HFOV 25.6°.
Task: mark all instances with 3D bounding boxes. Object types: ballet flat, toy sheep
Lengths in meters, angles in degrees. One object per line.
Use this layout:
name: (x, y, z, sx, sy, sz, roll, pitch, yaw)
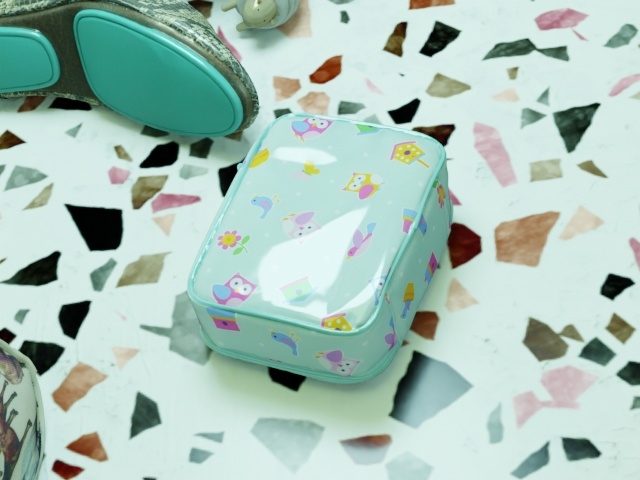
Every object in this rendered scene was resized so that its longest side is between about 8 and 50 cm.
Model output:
ballet flat: (-0.266, -0.237, 1.634, 0.483, 0.164, 0.182, 9, 42, 22)
toy sheep: (-0.065, -0.298, 1.689, 0.091, 0.091, 0.132, 3, 45, 13)

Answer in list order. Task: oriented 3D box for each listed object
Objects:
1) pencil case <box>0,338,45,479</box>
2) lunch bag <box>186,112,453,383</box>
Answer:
pencil case: (-0.468, 0.193, 1.285, 0.410, 0.160, 0.183, -8, 26, 3)
lunch bag: (0.000, 0.000, 1.401, 0.224, 0.108, 0.279, 9, 51, 22)
